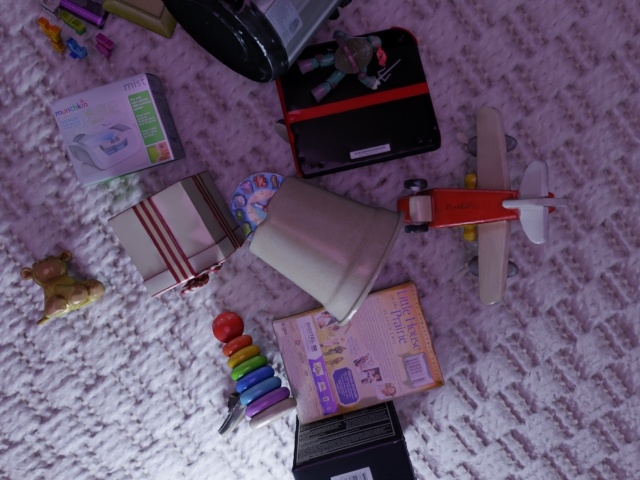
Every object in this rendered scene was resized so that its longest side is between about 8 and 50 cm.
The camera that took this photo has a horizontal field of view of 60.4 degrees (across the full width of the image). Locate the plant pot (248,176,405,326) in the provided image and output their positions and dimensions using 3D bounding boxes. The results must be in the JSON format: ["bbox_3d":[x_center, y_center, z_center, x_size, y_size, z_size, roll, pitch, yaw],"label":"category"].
[{"bbox_3d":[0.000,0.000,1.401,0.306,0.334,0.333,29,99,0],"label":"plant pot"}]

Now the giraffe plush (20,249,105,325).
[{"bbox_3d":[-0.722,0.116,1.517,0.210,0.181,0.170,-28,88,39],"label":"giraffe plush"}]

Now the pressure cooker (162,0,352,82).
[{"bbox_3d":[-0.116,-0.623,1.256,0.376,0.370,0.420,36,83,-3],"label":"pressure cooker"}]

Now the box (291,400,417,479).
[{"bbox_3d":[0.090,0.581,1.508,0.297,0.294,0.182,-16,100,3],"label":"box"}]

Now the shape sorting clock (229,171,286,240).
[{"bbox_3d":[-0.150,-0.087,1.523,0.207,0.040,0.206,0,100,0],"label":"shape sorting clock"}]

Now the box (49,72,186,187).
[{"bbox_3d":[-0.525,-0.289,1.448,0.262,0.127,0.230,-15,101,4],"label":"box"}]

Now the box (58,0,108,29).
[{"bbox_3d":[-0.595,-0.653,1.433,0.116,0.029,0.162,27,100,-5],"label":"box"}]

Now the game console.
[{"bbox_3d":[0.094,-0.360,1.426,0.387,0.060,0.341,-13,89,-2],"label":"game console"}]

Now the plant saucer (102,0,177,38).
[{"bbox_3d":[-0.444,-0.648,1.410,0.188,0.045,0.188,21,99,-13],"label":"plant saucer"}]

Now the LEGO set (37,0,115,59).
[{"bbox_3d":[-0.654,-0.526,1.434,0.227,0.093,0.087,36,67,-1],"label":"LEGO set"}]

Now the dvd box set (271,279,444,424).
[{"bbox_3d":[0.104,0.314,1.554,0.421,0.062,0.307,-17,88,3],"label":"dvd box set"}]

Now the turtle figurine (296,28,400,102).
[{"bbox_3d":[0.068,-0.444,1.345,0.234,0.118,0.175,-27,87,4],"label":"turtle figurine"}]

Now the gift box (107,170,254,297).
[{"bbox_3d":[-0.338,-0.016,1.417,0.277,0.255,0.258,-25,100,16],"label":"gift box"}]

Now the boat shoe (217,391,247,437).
[{"bbox_3d":[-0.233,0.469,1.603,0.073,0.080,0.223,38,92,1],"label":"boat shoe"}]

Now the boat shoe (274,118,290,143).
[{"bbox_3d":[-0.010,-0.280,1.481,0.233,0.084,0.079,19,69,2],"label":"boat shoe"}]

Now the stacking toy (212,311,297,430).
[{"bbox_3d":[-0.198,0.346,1.528,0.141,0.141,0.330,-31,74,5],"label":"stacking toy"}]

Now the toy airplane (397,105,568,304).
[{"bbox_3d":[0.430,-0.089,1.407,0.384,0.273,0.386,49,115,23],"label":"toy airplane"}]
